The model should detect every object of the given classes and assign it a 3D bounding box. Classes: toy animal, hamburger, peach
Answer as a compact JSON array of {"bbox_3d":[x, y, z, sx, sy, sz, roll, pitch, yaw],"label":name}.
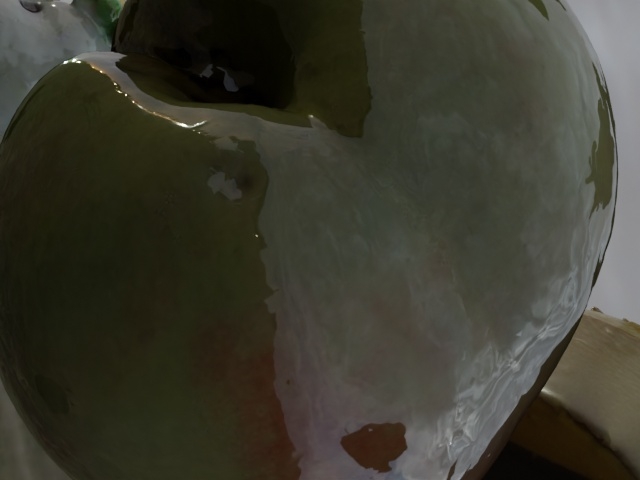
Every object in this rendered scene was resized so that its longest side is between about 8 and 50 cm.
[{"bbox_3d":[-0.261,-0.132,0.973,0.183,0.247,0.310,50,7,32],"label":"toy animal"},{"bbox_3d":[0.197,0.196,0.783,0.300,0.176,0.300,24,-58,47],"label":"hamburger"},{"bbox_3d":[-0.001,0.001,0.464,0.247,0.292,0.292,5,-65,31],"label":"peach"}]
